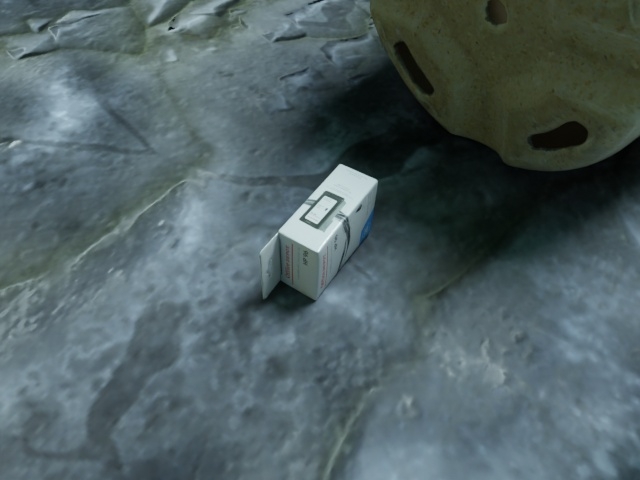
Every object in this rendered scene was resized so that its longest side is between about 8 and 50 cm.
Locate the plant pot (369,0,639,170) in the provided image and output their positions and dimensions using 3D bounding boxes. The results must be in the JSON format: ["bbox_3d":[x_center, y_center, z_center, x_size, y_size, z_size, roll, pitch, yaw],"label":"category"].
[{"bbox_3d":[0.207,-0.221,0.381,0.305,0.334,0.334,-38,60,-17],"label":"plant pot"}]

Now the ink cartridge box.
[{"bbox_3d":[0.000,0.000,0.335,0.028,0.048,0.083,27,55,19],"label":"ink cartridge box"}]
